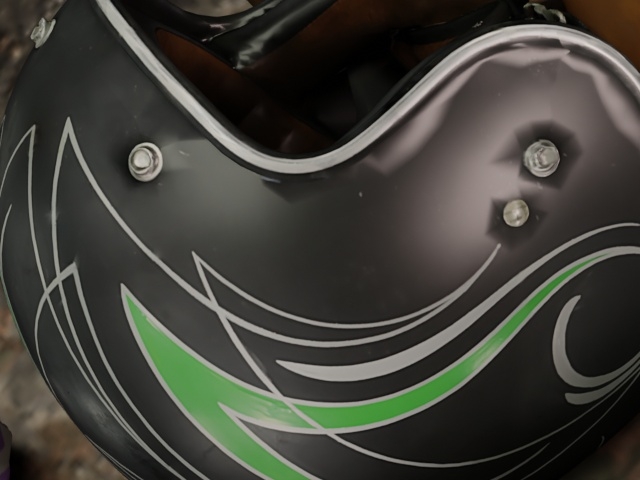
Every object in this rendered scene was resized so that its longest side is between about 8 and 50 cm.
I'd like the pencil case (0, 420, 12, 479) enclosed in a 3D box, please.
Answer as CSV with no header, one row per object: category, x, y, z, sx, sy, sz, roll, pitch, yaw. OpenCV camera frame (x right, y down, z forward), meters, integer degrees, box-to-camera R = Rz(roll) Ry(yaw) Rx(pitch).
pencil case,-0.137,0.140,0.551,0.088,0.086,0.206,-3,71,7

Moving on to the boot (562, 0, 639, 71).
boot,0.140,-0.059,0.464,0.073,0.152,0.197,-35,34,-29

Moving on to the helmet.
helmet,0.000,0.000,0.497,0.162,0.169,0.169,-18,66,-4

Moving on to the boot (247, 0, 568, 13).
boot,0.104,-0.146,0.539,0.305,0.115,0.112,-28,62,9
